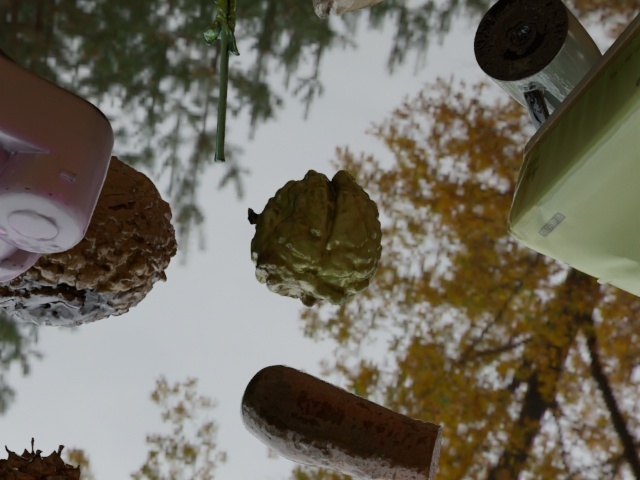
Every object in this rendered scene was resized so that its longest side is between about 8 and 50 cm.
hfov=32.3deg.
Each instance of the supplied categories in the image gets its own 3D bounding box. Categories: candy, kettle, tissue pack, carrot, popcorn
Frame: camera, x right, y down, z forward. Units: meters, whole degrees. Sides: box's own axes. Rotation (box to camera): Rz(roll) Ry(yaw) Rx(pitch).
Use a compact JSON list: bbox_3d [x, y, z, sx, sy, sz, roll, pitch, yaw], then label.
[{"bbox_3d":[-0.099,-0.210,1.142,0.077,0.262,0.073,3,179,-5],"label":"candy"},{"bbox_3d":[0.374,-0.261,1.806,0.161,0.221,0.236,-11,157,32],"label":"kettle"},{"bbox_3d":[0.269,-0.070,0.833,0.159,0.234,0.125,24,-128,-10],"label":"tissue pack"},{"bbox_3d":[0.027,0.279,1.634,0.302,0.138,0.139,14,-158,17],"label":"carrot"},{"bbox_3d":[-0.009,-0.003,1.308,0.142,0.173,0.173,-1,-157,-41],"label":"popcorn"}]

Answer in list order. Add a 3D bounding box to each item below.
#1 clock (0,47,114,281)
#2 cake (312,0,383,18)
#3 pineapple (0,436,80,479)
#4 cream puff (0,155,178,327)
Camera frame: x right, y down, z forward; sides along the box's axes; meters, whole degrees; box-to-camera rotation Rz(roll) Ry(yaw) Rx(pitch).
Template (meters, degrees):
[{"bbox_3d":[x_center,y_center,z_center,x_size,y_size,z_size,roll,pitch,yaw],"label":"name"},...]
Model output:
[{"bbox_3d":[-0.341,-0.063,0.845,0.295,0.322,0.113,27,-122,-26],"label":"clock"},{"bbox_3d":[0.077,-0.417,1.144,0.282,0.255,0.290,-19,169,-7],"label":"cake"},{"bbox_3d":[-0.465,0.291,1.322,0.272,0.262,0.262,42,-167,-20],"label":"pineapple"},{"bbox_3d":[-0.394,0.017,1.748,0.327,0.343,0.231,-16,-123,16],"label":"cream puff"}]
